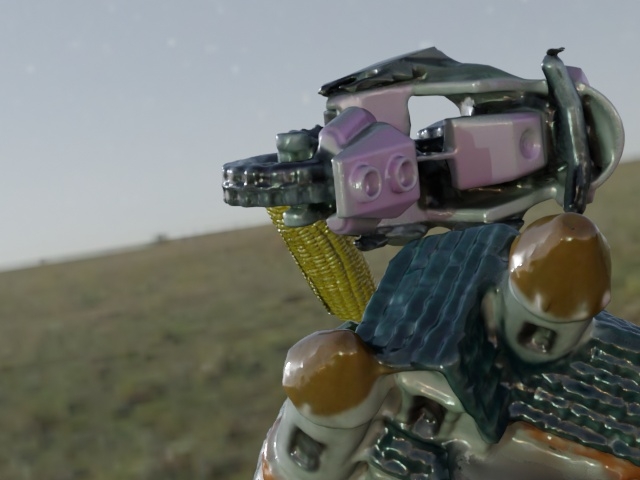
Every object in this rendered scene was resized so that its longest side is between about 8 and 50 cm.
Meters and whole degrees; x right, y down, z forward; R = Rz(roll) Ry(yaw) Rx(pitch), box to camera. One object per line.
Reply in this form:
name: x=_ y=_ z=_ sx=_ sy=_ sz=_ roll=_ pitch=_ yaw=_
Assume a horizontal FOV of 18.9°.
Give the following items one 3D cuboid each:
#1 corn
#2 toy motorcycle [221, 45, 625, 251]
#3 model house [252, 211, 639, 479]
corn: x=0.000 y=0.000 z=1.988 sx=0.072 sy=0.203 sz=0.072 roll=-23 pitch=28 yaw=13
toy motorcycle: x=0.087 y=-0.063 z=1.337 sx=0.188 sy=0.143 sz=0.327 roll=-1 pitch=9 yaw=38
model house: x=0.103 y=0.104 z=1.141 sx=0.271 sy=0.190 sz=0.301 roll=24 pitch=-36 yaw=10
